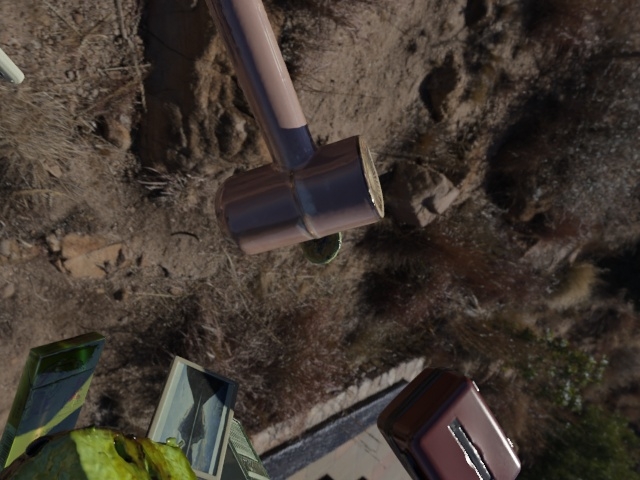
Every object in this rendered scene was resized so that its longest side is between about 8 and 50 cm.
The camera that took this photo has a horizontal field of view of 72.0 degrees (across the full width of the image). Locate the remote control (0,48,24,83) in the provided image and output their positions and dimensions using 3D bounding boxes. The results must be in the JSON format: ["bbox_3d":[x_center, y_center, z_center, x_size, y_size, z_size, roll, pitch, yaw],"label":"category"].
[{"bbox_3d":[-0.886,-0.502,1.176,0.221,0.078,0.042,87,22,-67],"label":"remote control"}]

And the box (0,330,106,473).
[{"bbox_3d":[-0.623,0.370,1.020,0.311,0.043,0.173,-66,162,9],"label":"box"}]

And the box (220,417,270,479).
[{"bbox_3d":[-0.257,0.601,1.146,0.166,0.290,0.220,-36,142,-8],"label":"box"}]

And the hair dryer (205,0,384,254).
[{"bbox_3d":[-0.067,-0.152,0.483,0.106,0.189,0.344,-72,144,-61],"label":"hair dryer"}]

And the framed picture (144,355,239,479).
[{"bbox_3d":[-0.235,0.328,0.821,0.150,0.203,0.015,31,123,-20],"label":"framed picture"}]

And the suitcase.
[{"bbox_3d":[0.292,0.462,1.004,0.236,0.161,0.297,-37,101,-22],"label":"suitcase"}]

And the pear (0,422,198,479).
[{"bbox_3d":[-0.181,0.328,0.425,0.164,0.255,0.238,-44,152,-12],"label":"pear"}]

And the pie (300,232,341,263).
[{"bbox_3d":[0.001,0.001,0.778,0.021,0.084,0.084,17,96,-60],"label":"pie"}]
